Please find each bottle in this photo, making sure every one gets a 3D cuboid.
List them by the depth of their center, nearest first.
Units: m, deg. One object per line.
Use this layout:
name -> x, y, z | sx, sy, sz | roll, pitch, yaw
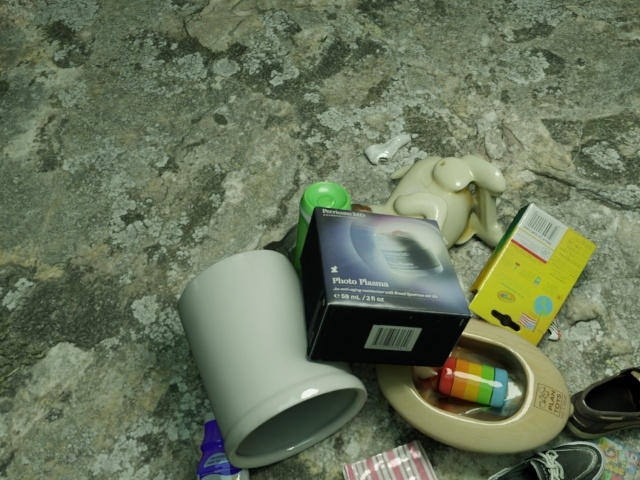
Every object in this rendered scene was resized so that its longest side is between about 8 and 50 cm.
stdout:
bottle -> -0.216, 0.528, 1.319 | 0.118, 0.092, 0.283 | -10, 58, -2

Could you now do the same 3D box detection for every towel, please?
towel -> 0.160, 0.537, 1.312 | 0.197, 0.029, 0.144 | -17, 44, -8

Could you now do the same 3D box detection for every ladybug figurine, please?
ladybug figurine -> 0.346, 0.341, 1.368 | 0.449, 0.162, 0.305 | 16, 61, 13

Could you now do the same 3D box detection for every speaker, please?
speaker -> 0.000, 0.000, 1.454 | 0.131, 0.296, 0.131 | 4, 47, -4

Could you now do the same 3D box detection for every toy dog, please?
toy dog -> 0.232, -0.060, 1.559 | 0.408, 0.284, 0.395 | -31, 55, -14

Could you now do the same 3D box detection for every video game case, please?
video game case -> 0.635, 0.527, 1.326 | 0.119, 0.015, 0.166 | 26, 63, 17

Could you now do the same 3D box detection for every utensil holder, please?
utensil holder -> -0.126, 0.263, 1.349 | 0.327, 0.328, 0.385 | -24, 58, -12

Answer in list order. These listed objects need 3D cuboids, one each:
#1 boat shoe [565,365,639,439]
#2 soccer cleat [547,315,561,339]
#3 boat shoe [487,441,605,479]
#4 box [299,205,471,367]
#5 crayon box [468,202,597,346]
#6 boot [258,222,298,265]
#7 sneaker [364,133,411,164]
boat shoe -> 0.731, 0.359, 1.351 | 0.355, 0.130, 0.132 | -17, 58, -13
soccer cleat -> 0.591, 0.216, 1.514 | 0.035, 0.029, 0.083 | -3, 63, -4
boat shoe -> 0.484, 0.510, 1.282 | 0.306, 0.105, 0.113 | -15, 53, -3
box -> 0.120, 0.093, 1.257 | 0.296, 0.183, 0.294 | 6, 40, -13
crayon box -> 0.525, 0.092, 1.499 | 0.202, 0.081, 0.318 | 34, 83, 2
boot -> -0.052, 0.049, 1.632 | 0.246, 0.083, 0.161 | -36, 76, -18
sneaker -> 0.216, -0.280, 1.830 | 0.152, 0.054, 0.061 | -24, 69, -5
